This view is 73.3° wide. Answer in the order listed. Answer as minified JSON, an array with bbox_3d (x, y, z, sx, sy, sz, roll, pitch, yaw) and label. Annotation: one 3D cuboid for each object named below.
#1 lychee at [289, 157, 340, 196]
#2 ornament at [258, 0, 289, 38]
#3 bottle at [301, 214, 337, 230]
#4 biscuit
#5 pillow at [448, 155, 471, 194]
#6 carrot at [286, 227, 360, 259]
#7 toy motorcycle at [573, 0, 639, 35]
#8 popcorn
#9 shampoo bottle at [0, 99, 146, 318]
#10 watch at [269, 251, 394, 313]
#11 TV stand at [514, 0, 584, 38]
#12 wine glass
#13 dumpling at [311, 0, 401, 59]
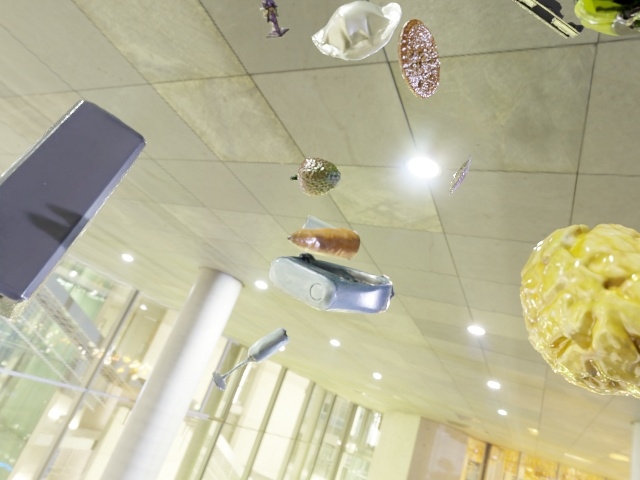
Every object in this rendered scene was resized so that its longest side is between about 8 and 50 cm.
[{"bbox_3d":[-0.015,-0.180,1.217,0.147,0.114,0.114,-2,153,15],"label":"lychee"},{"bbox_3d":[-0.217,-0.947,1.783,0.081,0.088,0.203,4,140,34],"label":"ornament"},{"bbox_3d":[0.033,-0.019,1.567,0.202,0.072,0.072,26,158,-11],"label":"bottle"},{"bbox_3d":[0.396,-0.709,1.684,0.038,0.305,0.305,0,151,43],"label":"biscuit"},{"bbox_3d":[0.559,-0.261,1.720,0.038,0.233,0.130,29,122,11],"label":"pillow"},{"bbox_3d":[0.000,0.000,0.907,0.072,0.072,0.205,2,176,40],"label":"carrot"},{"bbox_3d":[0.295,-0.323,0.377,0.143,0.205,0.342,-20,150,6],"label":"toy motorcycle"},{"bbox_3d":[0.617,0.146,0.966,0.354,0.390,0.344,44,132,20],"label":"popcorn"},{"bbox_3d":[-0.265,-0.024,0.407,0.079,0.246,0.080,35,141,-22],"label":"shampoo bottle"},{"bbox_3d":[0.019,0.074,0.759,0.206,0.068,0.193,17,-175,39],"label":"watch"},{"bbox_3d":[0.511,-0.565,1.018,0.249,0.036,0.042,34,176,-2],"label":"TV stand"},{"bbox_3d":[-0.203,0.352,1.309,0.074,0.262,0.074,55,180,1],"label":"wine glass"},{"bbox_3d":[0.085,-0.521,1.089,0.216,0.166,0.126,5,150,-1],"label":"dumpling"}]
